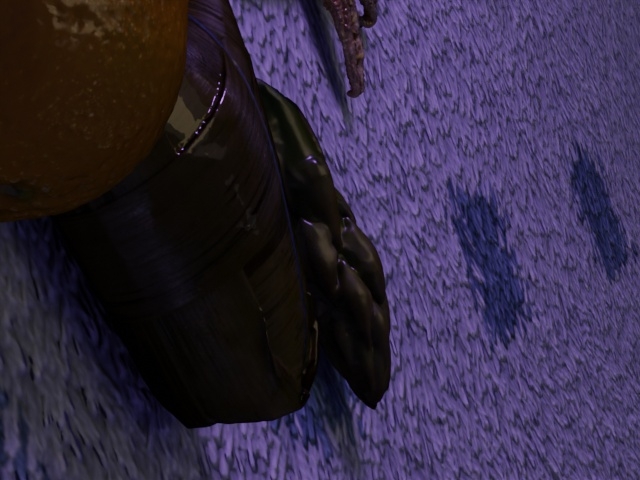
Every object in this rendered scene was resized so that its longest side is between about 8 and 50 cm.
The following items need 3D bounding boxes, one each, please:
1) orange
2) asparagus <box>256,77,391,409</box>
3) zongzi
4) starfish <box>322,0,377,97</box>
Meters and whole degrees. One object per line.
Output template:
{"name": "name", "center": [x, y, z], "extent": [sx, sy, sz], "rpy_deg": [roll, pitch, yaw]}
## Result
{"name": "orange", "center": [-0.175, -0.125, 0.905], "extent": [0.236, 0.236, 0.236], "rpy_deg": [46, 35, -46]}
{"name": "asparagus", "center": [0.000, 0.000, 1.382], "extent": [0.287, 0.080, 0.080], "rpy_deg": [70, 23, -8]}
{"name": "zongzi", "center": [-0.078, -0.058, 1.176], "extent": [0.300, 0.138, 0.286], "rpy_deg": [-75, 143, -54]}
{"name": "starfish", "center": [0.002, -0.249, 1.590], "extent": [0.231, 0.048, 0.295], "rpy_deg": [64, 26, -21]}
